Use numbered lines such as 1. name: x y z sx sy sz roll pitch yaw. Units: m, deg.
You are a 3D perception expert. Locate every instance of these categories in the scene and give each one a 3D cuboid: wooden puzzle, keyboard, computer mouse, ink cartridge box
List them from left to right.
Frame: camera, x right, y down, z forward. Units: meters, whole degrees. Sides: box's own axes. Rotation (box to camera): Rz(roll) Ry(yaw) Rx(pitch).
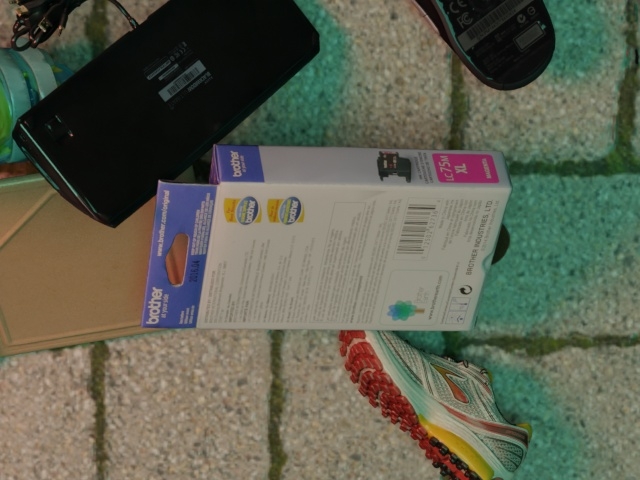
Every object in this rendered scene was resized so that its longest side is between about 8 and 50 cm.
1. wooden puzzle: -0.221 0.011 1.773 0.238 0.044 0.221 -13 137 -4
2. keyboard: -0.150 -0.165 1.700 0.201 0.033 0.317 53 53 -8
3. ink cartridge box: 0.000 0.000 1.743 0.311 0.065 0.186 -1 135 -13
4. computer mouse: 0.142 -0.276 1.789 0.184 0.060 0.262 -43 102 -9

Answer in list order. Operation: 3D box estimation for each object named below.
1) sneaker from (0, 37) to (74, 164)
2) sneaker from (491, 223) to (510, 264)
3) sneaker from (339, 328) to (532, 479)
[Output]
1. sneaker: -0.298 -0.107 1.656 0.208 0.319 0.127 -8 105 -12
2. sneaker: 0.090 -0.019 1.821 0.188 0.071 0.066 22 98 -8
3. sneaker: 0.107 0.140 1.858 0.225 0.088 0.093 46 70 -9
